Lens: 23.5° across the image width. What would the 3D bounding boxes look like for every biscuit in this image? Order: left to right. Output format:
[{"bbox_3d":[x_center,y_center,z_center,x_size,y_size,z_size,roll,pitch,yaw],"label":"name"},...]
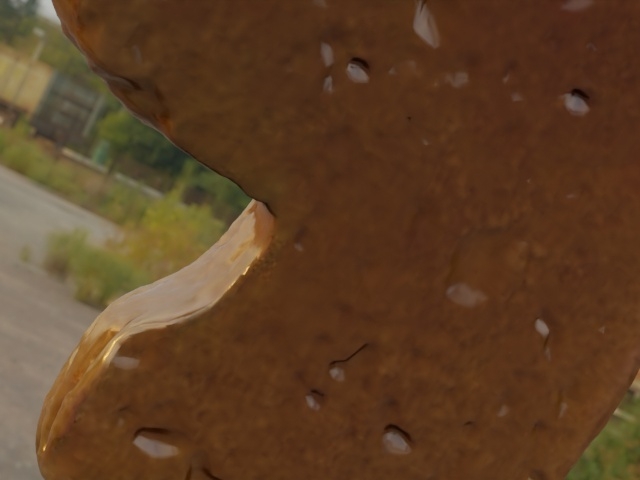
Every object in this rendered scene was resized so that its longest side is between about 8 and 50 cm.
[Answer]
[{"bbox_3d":[-0.001,-0.001,0.514,0.262,0.277,0.052,21,13,-26],"label":"biscuit"}]
